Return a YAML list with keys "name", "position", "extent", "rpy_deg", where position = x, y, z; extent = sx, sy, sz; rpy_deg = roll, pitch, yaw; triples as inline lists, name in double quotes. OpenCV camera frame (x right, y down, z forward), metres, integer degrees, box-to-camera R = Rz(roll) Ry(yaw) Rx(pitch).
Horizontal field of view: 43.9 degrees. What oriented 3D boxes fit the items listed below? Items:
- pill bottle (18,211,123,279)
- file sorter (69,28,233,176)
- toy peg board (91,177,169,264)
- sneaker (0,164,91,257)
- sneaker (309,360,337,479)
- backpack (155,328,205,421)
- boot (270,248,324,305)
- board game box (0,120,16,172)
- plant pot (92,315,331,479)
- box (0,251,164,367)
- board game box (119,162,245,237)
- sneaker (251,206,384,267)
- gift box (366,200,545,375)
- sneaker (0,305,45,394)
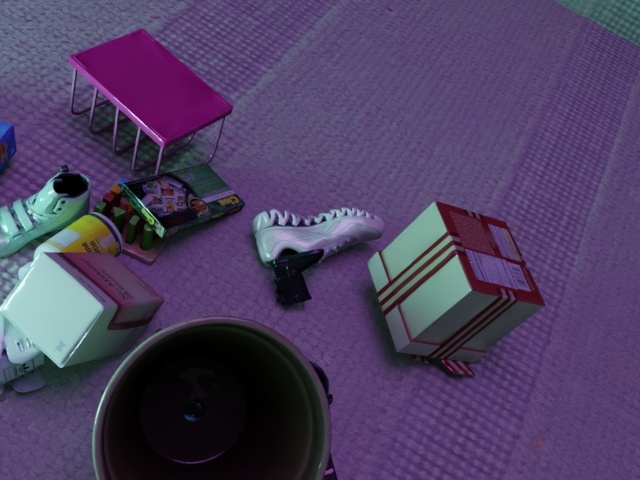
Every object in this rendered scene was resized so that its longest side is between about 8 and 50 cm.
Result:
- name: "pill bottle"
  position: [-0.469, 0.032, 1.490]
  extent: [0.103, 0.103, 0.184]
  rpy_deg: [37, 49, 11]
- name: "file sorter"
  position: [-0.378, -0.278, 1.728]
  extent: [0.290, 0.182, 0.202]
  rpy_deg: [42, 49, 13]
- name: "toy peg board"
  position: [-0.377, -0.059, 1.618]
  extent: [0.161, 0.079, 0.161]
  rpy_deg: [25, 48, 0]
- name: "sneaker"
  position: [-0.554, -0.060, 1.497]
  extent: [0.255, 0.151, 0.094]
  rpy_deg: [-26, 75, -34]
- name: "sneaker"
  position: [-0.023, 0.341, 1.379]
  extent: [0.104, 0.147, 0.296]
  rpy_deg: [-5, 56, -27]
- name: "backpack"
  position: [-0.232, 0.256, 1.388]
  extent: [0.173, 0.117, 0.158]
  rpy_deg: [18, 48, -6]
- name: "boot"
  position: [-0.040, 0.075, 1.617]
  extent: [0.121, 0.045, 0.099]
  rpy_deg: [-15, 87, -2]
- name: "board game box"
  position: [-0.807, -0.178, 1.531]
  extent: [0.346, 0.078, 0.233]
  rpy_deg: [18, 48, 0]
- name: "plant pot"
  position: [-0.173, 0.273, 1.181]
  extent: [0.323, 0.280, 0.324]
  rpy_deg: [1, 85, -15]
- name: "box"
  position: [-0.399, 0.110, 1.358]
  extent: [0.148, 0.127, 0.232]
  rpy_deg: [39, 7, 11]
- name: "board game box"
  position: [-0.281, -0.089, 1.654]
  extent: [0.136, 0.030, 0.259]
  rpy_deg: [44, 32, 15]
- name: "sneaker"
  position: [0.000, 0.000, 1.707]
  extent: [0.291, 0.110, 0.118]
  rpy_deg: [-4, 61, -14]
- name: "gift box"
  position: [0.277, 0.111, 1.619]
  extent: [0.276, 0.258, 0.255]
  rpy_deg: [18, 43, -33]
- name: "sneaker"
  position: [-0.553, 0.238, 1.264]
  extent: [0.210, 0.137, 0.366]
  rpy_deg: [2, 49, -16]
